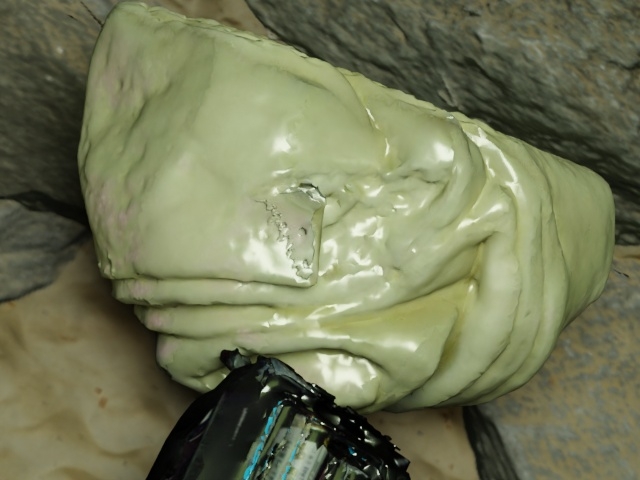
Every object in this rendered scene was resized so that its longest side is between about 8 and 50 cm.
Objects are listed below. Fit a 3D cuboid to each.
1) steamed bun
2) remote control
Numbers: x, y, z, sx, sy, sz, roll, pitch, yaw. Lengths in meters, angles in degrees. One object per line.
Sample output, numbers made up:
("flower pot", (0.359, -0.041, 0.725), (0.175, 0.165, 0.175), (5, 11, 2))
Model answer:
("steamed bun", (0.000, 0.000, 1.115), (0.320, 0.206, 0.275), (19, 1, 14))
("remote control", (-0.069, 0.241, 0.926), (0.144, 0.062, 0.399), (32, 61, -13))
